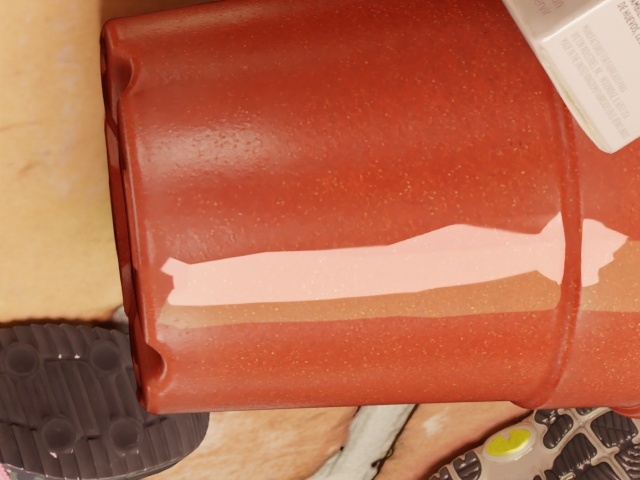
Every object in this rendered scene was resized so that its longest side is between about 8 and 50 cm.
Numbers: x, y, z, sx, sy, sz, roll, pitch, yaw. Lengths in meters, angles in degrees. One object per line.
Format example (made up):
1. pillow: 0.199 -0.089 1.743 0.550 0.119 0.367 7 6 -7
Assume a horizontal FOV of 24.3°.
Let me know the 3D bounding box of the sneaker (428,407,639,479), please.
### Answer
1. sneaker: 0.208 0.184 1.274 0.275 0.107 0.110 -27 163 12

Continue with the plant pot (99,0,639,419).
1. plant pot: 0.027 -0.024 0.770 0.265 0.272 0.272 -7 141 -10

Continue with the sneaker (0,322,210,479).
1. sneaker: -0.234 0.128 0.946 0.319 0.112 0.131 -2 155 -23

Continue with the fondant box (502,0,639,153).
1. fondant box: 0.194 -0.224 0.613 0.330 0.238 0.096 -32 142 11
